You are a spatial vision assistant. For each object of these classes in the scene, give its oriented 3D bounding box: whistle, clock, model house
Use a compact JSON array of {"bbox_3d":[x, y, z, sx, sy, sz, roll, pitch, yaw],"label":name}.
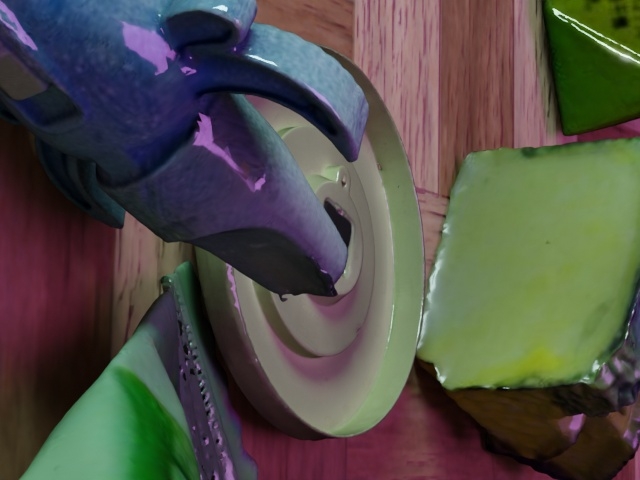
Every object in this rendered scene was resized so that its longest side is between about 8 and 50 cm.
[{"bbox_3d":[-0.081,-0.067,0.728,0.269,0.180,0.093,46,48,-32],"label":"whistle"},{"bbox_3d":[0.000,0.000,0.941,0.235,0.029,0.235,24,62,-58],"label":"clock"},{"bbox_3d":[0.193,0.066,1.120,0.211,0.170,0.194,47,47,-44],"label":"model house"}]

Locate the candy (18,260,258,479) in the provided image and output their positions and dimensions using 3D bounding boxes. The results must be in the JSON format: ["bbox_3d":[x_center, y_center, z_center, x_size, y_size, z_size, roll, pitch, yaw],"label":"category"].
[{"bbox_3d":[-0.090,0.170,0.704,0.398,0.172,0.263,-30,116,-67],"label":"candy"}]

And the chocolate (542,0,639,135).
[{"bbox_3d":[0.290,-0.250,1.326,0.301,0.137,0.289,-20,102,-55],"label":"chocolate"}]
